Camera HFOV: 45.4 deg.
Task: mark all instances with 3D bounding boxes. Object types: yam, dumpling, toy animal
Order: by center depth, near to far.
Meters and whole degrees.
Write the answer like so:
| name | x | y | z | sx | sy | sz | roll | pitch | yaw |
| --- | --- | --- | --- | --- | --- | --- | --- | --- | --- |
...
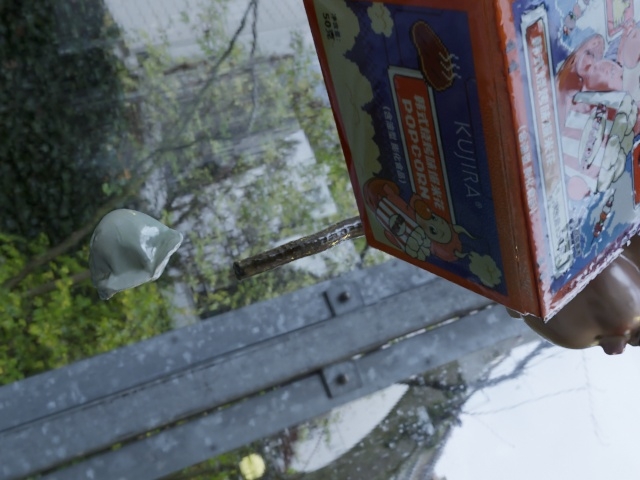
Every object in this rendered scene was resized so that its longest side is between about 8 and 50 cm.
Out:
| name | x | y | z | sx | sy | sz | roll | pitch | yaw |
| --- | --- | --- | --- | --- | --- | --- | --- | --- | --- |
| toy animal | 0.388 | 0.052 | 0.986 | 0.213 | 0.256 | 0.195 | 50 | -6 | 22 |
| dumpling | -0.318 | 0.027 | 1.232 | 0.229 | 0.151 | 0.124 | 10 | -26 | 48 |
| yam | 0.000 | 0.000 | 1.363 | 0.045 | 0.327 | 0.045 | 63 | -20 | 22 |

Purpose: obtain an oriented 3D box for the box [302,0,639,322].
| name | x | y | z | sx | sy | sz | roll | pitch | yaw |
| --- | --- | --- | --- | --- | --- | --- | --- | --- | --- |
| box | 0.207 | -0.168 | 0.814 | 0.257 | 0.319 | 0.348 | 23 | -41 | 45 |
